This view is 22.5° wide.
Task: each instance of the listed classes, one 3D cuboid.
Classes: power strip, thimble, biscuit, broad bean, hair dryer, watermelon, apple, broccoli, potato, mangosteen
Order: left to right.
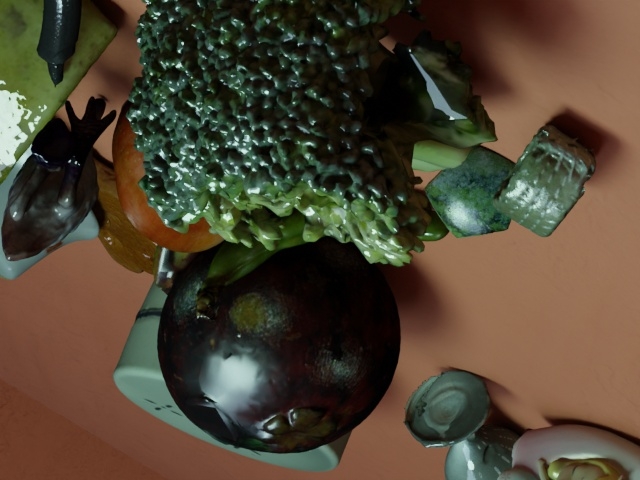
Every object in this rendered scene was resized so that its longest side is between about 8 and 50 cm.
[{"bbox_3d":[-0.413,-0.210,1.785,0.280,0.213,0.330,40,158,-10],"label":"potato"},{"bbox_3d":[-0.286,-0.256,1.586,0.235,0.091,0.272,32,137,25],"label":"hair dryer"},{"bbox_3d":[-0.282,-0.049,2.179,0.306,0.043,0.284,43,160,-17],"label":"biscuit"},{"bbox_3d":[-0.143,-0.077,1.745,0.199,0.199,0.199,28,158,12],"label":"apple"},{"bbox_3d":[-0.109,0.181,2.205,0.357,0.161,0.357,19,161,7],"label":"power strip"},{"bbox_3d":[-0.055,0.105,1.888,0.311,0.311,0.311,28,158,12],"label":"mangosteen"},{"bbox_3d":[-0.017,-0.125,1.350,0.317,0.277,0.338,13,167,-2],"label":"broccoli"},{"bbox_3d":[0.000,0.000,1.717,0.292,0.144,0.049,-19,124,10],"label":"broad bean"},{"bbox_3d":[0.154,-0.053,1.552,0.092,0.072,0.084,-31,107,25],"label":"watermelon"},{"bbox_3d":[0.201,-0.054,1.426,0.062,0.084,0.110,31,147,1],"label":"thimble"}]

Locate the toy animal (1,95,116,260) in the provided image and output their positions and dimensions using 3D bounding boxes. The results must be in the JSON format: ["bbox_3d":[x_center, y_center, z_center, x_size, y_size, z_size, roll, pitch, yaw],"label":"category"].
[{"bbox_3d":[-0.287,-0.069,1.788,0.090,0.195,0.324,33,-179,-7],"label":"toy animal"}]

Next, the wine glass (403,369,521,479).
[{"bbox_3d":[0.208,0.281,2.090,0.126,0.126,0.241,14,151,40],"label":"wine glass"}]

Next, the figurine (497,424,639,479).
[{"bbox_3d":[0.360,0.364,1.877,0.315,0.284,0.206,-8,137,43],"label":"figurine"}]

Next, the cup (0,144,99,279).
[{"bbox_3d":[-0.479,-0.072,2.167,0.347,0.163,0.347,38,163,14],"label":"cup"}]
